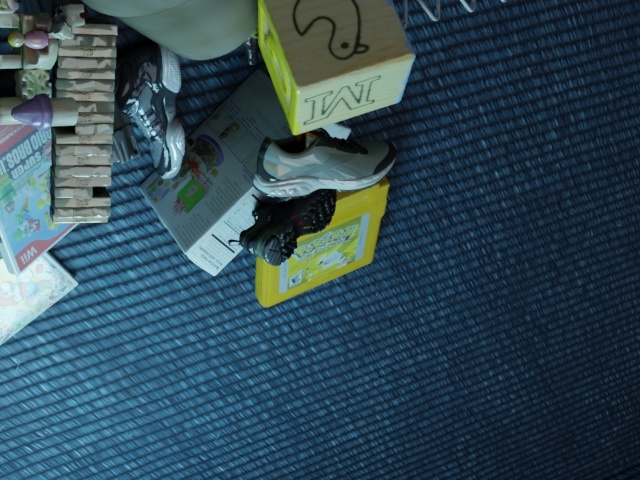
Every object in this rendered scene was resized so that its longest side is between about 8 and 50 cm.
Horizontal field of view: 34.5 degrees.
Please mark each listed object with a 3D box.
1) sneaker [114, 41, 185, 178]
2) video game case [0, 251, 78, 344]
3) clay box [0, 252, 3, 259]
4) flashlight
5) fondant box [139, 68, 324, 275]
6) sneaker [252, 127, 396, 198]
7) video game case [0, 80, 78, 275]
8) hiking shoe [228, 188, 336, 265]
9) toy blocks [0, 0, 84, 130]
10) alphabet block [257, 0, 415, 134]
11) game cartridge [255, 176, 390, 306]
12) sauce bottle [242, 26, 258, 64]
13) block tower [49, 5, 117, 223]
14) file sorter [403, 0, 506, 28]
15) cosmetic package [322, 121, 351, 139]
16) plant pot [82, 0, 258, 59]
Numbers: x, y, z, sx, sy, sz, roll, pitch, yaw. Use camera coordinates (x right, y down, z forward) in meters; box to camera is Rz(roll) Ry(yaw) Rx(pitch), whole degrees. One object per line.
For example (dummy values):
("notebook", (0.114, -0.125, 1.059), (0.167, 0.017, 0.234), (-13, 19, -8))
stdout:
("sneaker", (-0.328, -0.227, 1.836), (0.153, 0.101, 0.268), (-10, 125, -19))
("video game case", (-0.601, 0.077, 1.925), (0.206, 0.026, 0.227), (-38, 133, -3))
("clay box", (-0.603, -0.017, 1.755), (0.222, 0.053, 0.127), (-27, 136, -72))
("flashlight", (-0.397, -0.266, 1.688), (0.103, 0.103, 0.304), (-41, 122, -56))
("fondant box", (-0.155, -0.131, 1.909), (0.330, 0.238, 0.096), (-44, 136, 2))
("sneaker", (0.015, -0.145, 1.777), (0.271, 0.100, 0.108), (-11, 122, -27))
("video game case", (-0.505, -0.107, 1.786), (0.204, 0.025, 0.285), (-49, 144, -40))
("hiking shoe", (-0.061, -0.048, 1.805), (0.227, 0.114, 0.086), (-41, 140, -42))
("toy blocks", (-0.520, -0.288, 1.481), (0.260, 0.309, 0.288), (-7, 103, -35))
("alphabet block", (0.019, -0.310, 1.668), (0.197, 0.192, 0.193), (-19, 164, -9))
("game cartridge", (0.000, 0.000, 2.149), (0.285, 0.052, 0.323), (-23, 155, -17))
("sauce bottle", (-0.130, -0.385, 1.881), (0.042, 0.042, 0.128), (-19, 132, -19))
("block tower", (-0.375, -0.192, 1.619), (0.097, 0.091, 0.335), (-2, 107, -20))
("file sorter", (0.173, -0.489, 1.791), (0.278, 0.173, 0.193), (-10, 156, 26))
("cosmetic package", (-0.050, -0.155, 2.065), (0.117, 0.085, 0.231), (16, 110, -40))
("plant pot", (-0.224, -0.438, 1.632), (0.323, 0.323, 0.280), (-40, 149, -2))
